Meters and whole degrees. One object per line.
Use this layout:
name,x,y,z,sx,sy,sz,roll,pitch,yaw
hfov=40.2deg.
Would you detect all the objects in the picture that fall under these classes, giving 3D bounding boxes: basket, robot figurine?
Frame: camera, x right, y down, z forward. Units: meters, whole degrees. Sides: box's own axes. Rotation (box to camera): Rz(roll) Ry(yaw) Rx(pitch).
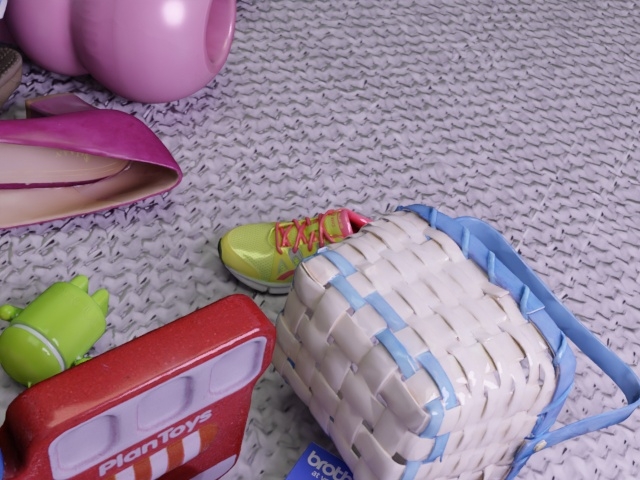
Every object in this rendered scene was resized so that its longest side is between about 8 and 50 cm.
basket,0.116,0.086,0.773,0.289,0.201,0.255,-14,49,-32
robot figurine,-0.240,0.084,0.787,0.101,0.067,0.115,33,50,6

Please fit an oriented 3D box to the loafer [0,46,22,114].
loafer,-0.386,-0.154,0.981,0.056,0.050,0.148,33,66,21

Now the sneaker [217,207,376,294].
sneaker,0.000,0.000,0.895,0.208,0.094,0.081,2,50,-8

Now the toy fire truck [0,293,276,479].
toy fire truck,-0.177,0.167,0.600,0.302,0.254,0.169,-22,57,-28

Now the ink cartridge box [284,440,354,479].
ink cartridge box,0.052,0.261,0.707,0.207,0.046,0.097,29,48,14

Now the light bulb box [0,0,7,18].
light bulb box,-0.541,-0.345,0.829,0.361,0.358,0.225,-17,49,11

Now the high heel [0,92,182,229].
high heel,-0.319,-0.047,0.839,0.181,0.127,0.377,29,45,28

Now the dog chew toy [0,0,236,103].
dog chew toy,-0.272,-0.279,1.022,0.331,0.207,0.207,12,47,9
